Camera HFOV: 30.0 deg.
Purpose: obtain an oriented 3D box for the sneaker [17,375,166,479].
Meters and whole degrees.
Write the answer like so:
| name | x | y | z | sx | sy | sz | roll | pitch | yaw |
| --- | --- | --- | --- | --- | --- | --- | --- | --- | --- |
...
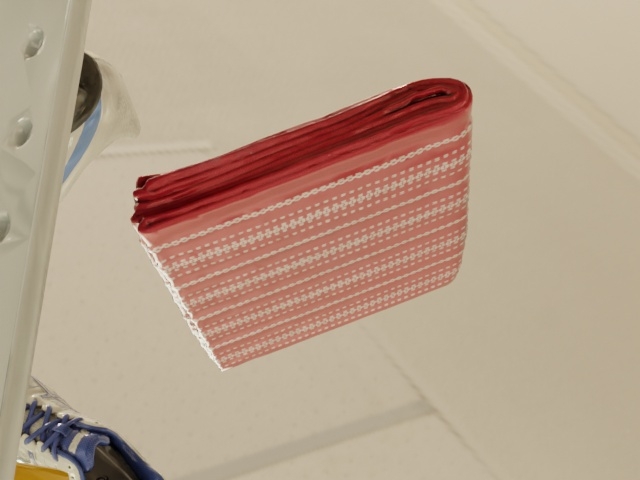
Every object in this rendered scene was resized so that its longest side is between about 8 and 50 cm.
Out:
| name | x | y | z | sx | sy | sz | roll | pitch | yaw |
| --- | --- | --- | --- | --- | --- | --- | --- | --- | --- |
| sneaker | -0.297 | 0.219 | 1.357 | 0.296 | 0.131 | 0.112 | 35 | -121 | -16 |

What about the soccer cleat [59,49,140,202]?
| name | x | y | z | sx | sy | sz | roll | pitch | yaw |
| --- | --- | --- | --- | --- | --- | --- | --- | --- | --- |
| soccer cleat | -0.301 | -0.040 | 1.045 | 0.116 | 0.331 | 0.143 | 59 | -175 | 23 |

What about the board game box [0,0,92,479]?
| name | x | y | z | sx | sy | sz | roll | pitch | yaw |
| --- | --- | --- | --- | --- | --- | --- | --- | --- | --- |
| board game box | -0.236 | -0.018 | 0.576 | 0.050 | 0.390 | 0.390 | 24 | -114 | -47 |

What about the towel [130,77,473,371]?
| name | x | y | z | sx | sy | sz | roll | pitch | yaw |
| --- | --- | --- | --- | --- | --- | --- | --- | --- | --- |
| towel | 0.000 | 0.000 | 0.751 | 0.198 | 0.275 | 0.031 | -20 | -113 | -4 |
